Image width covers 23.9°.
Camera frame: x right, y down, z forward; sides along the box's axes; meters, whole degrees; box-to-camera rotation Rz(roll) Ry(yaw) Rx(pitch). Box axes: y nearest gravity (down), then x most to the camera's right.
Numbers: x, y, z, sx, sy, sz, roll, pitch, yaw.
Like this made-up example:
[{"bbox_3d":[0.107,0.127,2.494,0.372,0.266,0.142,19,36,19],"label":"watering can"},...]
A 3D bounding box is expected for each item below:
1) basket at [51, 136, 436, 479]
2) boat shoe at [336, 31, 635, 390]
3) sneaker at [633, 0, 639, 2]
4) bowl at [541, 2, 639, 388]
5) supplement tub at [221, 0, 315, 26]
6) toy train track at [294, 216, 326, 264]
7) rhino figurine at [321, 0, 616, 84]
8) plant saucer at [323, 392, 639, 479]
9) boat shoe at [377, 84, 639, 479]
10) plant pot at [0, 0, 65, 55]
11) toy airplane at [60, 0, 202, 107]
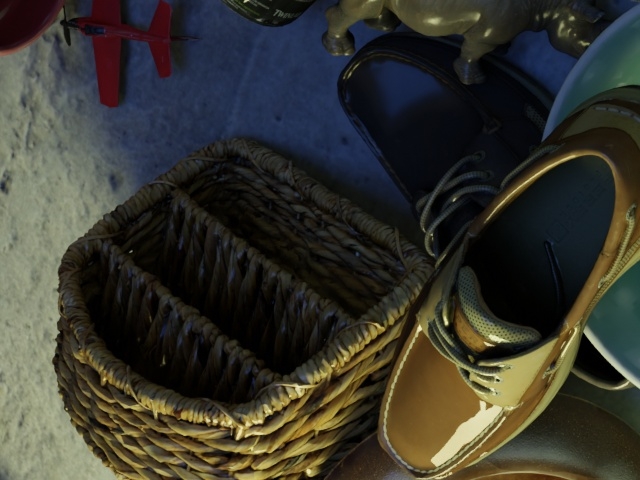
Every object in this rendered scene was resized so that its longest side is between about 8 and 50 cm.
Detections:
[{"bbox_3d":[-0.085,0.066,1.223,0.299,0.213,0.223,37,124,43],"label":"basket"},{"bbox_3d":[0.144,-0.028,1.146,0.355,0.130,0.132,42,122,14],"label":"boat shoe"},{"bbox_3d":[0.284,-0.253,0.935,0.297,0.129,0.111,-42,93,1],"label":"sneaker"},{"bbox_3d":[0.318,-0.039,1.017,0.311,0.163,0.312,10,111,28],"label":"bowl"},{"bbox_3d":[-0.005,-0.264,1.171,0.190,0.117,0.117,-39,84,34],"label":"supplement tub"},{"bbox_3d":[0.000,0.000,1.317,0.048,0.014,0.083,10,116,21],"label":"toy train track"},{"bbox_3d":[0.124,-0.173,1.121,0.243,0.073,0.106,11,139,7],"label":"rhino figurine"},{"bbox_3d":[0.133,0.256,1.183,0.310,0.050,0.311,-4,121,-7],"label":"plant saucer"},{"bbox_3d":[0.120,0.036,0.994,0.122,0.120,0.324,40,123,17],"label":"boat shoe"},{"bbox_3d":[-0.338,-0.272,1.318,0.180,0.201,0.201,14,112,26],"label":"plant pot"},{"bbox_3d":[-0.176,-0.185,1.355,0.151,0.028,0.151,10,109,29],"label":"toy airplane"}]
